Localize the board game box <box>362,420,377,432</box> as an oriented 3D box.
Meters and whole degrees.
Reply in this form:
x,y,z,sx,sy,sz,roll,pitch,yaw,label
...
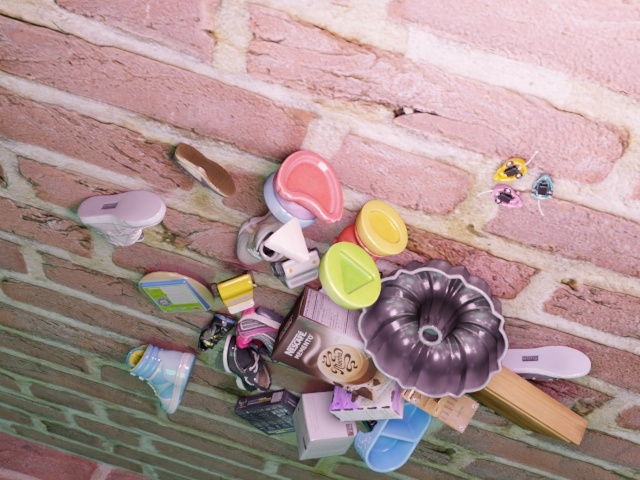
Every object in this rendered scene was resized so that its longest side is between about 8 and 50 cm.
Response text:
x,y,z,sx,sy,sz,roll,pitch,yaw,label
0.152,0.561,2.115,0.026,0.126,0.186,-31,136,-9,board game box

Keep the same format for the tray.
x,y,z,sx,sy,sz,roll,pitch,yaw,label
0.461,0.388,1.745,0.411,0.076,0.203,34,164,-20,tray

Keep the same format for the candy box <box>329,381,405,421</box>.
x,y,z,sx,sy,sz,roll,pitch,yaw,label
0.138,0.403,1.875,0.196,0.164,0.070,-13,135,33,candy box

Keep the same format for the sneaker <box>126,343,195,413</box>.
x,y,z,sx,sy,sz,roll,pitch,yaw,label
-0.531,0.437,2.215,0.208,0.127,0.319,19,133,-6,sneaker

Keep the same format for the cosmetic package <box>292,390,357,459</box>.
x,y,z,sx,sy,sz,roll,pitch,yaw,label
0.011,0.568,2.106,0.152,0.151,0.183,-3,145,-16,cosmetic package

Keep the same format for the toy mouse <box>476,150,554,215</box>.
x,y,z,sx,sy,sz,roll,pitch,yaw,label
0.375,-0.098,1.265,0.143,0.031,0.161,38,138,-24,toy mouse

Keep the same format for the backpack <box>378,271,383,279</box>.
x,y,z,sx,sy,sz,roll,pitch,yaw,label
0.068,0.094,1.566,0.114,0.084,0.105,36,140,17,backpack

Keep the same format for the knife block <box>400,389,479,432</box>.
x,y,z,sx,sy,sz,roll,pitch,yaw,label
0.287,0.397,1.794,0.276,0.088,0.242,33,175,-21,knife block

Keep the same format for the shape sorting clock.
x,y,z,sx,sy,sz,roll,pitch,yaw,label
-0.390,0.142,1.854,0.206,0.040,0.206,8,141,6,shape sorting clock

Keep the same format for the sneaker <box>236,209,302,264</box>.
x,y,z,sx,sy,sz,roll,pitch,yaw,label
-0.125,0.005,1.514,0.099,0.121,0.262,31,141,-16,sneaker

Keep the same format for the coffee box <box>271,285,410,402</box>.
x,y,z,sx,sy,sz,roll,pitch,yaw,label
0.052,0.258,1.681,0.297,0.118,0.168,24,125,-9,coffee box

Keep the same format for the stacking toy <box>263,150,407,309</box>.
x,y,z,sx,sy,sz,roll,pitch,yaw,label
0.000,0.000,1.337,0.309,0.279,0.130,37,137,-17,stacking toy

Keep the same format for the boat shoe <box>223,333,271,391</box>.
x,y,z,sx,sy,sz,roll,pitch,yaw,label
-0.210,0.362,2.012,0.091,0.114,0.302,7,154,14,boat shoe

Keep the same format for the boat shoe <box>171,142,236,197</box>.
x,y,z,sx,sy,sz,roll,pitch,yaw,label
-0.245,-0.142,1.436,0.152,0.056,0.049,42,142,-15,boat shoe

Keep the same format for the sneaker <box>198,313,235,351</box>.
x,y,z,sx,sy,sz,roll,pitch,yaw,label
-0.298,0.267,1.944,0.067,0.078,0.188,29,141,-15,sneaker

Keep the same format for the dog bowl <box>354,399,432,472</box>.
x,y,z,sx,sy,sz,roll,pitch,yaw,label
0.216,0.548,1.979,0.166,0.074,0.297,19,110,-21,dog bowl

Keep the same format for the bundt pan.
x,y,z,sx,sy,sz,roll,pitch,yaw,label
0.257,0.180,1.522,0.331,0.124,0.330,10,118,19,bundt pan

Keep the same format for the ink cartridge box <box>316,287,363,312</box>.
x,y,z,sx,sy,sz,roll,pitch,yaw,label
0.070,0.172,1.724,0.189,0.066,0.232,24,121,-9,ink cartridge box

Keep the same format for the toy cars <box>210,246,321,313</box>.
x,y,z,sx,sy,sz,roll,pitch,yaw,label
-0.125,0.100,1.583,0.394,0.177,0.087,-20,92,38,toy cars

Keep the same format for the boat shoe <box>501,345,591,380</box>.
x,y,z,sx,sy,sz,roll,pitch,yaw,label
0.547,0.311,1.677,0.229,0.080,0.076,-7,142,30,boat shoe

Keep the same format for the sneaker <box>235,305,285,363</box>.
x,y,z,sx,sy,sz,roll,pitch,yaw,label
-0.089,0.288,1.863,0.299,0.112,0.120,22,142,-7,sneaker

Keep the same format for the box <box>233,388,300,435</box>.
x,y,z,sx,sy,sz,roll,pitch,yaw,label
-0.146,0.580,2.294,0.233,0.059,0.183,-21,129,38,box

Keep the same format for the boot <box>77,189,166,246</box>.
x,y,z,sx,sy,sz,roll,pitch,yaw,label
-0.443,-0.046,1.612,0.259,0.095,0.123,3,147,30,boot
